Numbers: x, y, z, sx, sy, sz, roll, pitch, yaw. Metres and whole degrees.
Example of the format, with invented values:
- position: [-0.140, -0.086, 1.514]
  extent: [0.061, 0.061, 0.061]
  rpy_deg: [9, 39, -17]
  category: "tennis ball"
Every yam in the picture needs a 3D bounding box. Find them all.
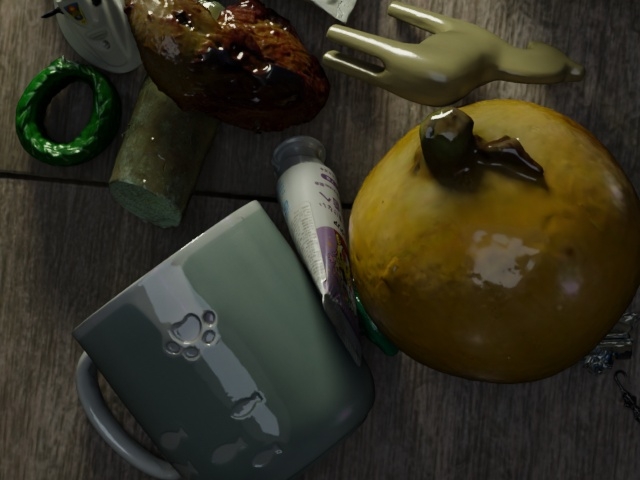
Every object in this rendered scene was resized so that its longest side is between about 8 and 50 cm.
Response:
- position: [-0.166, -0.151, 1.709]
  extent: [0.106, 0.106, 0.259]
  rpy_deg: [18, 72, 2]
  category: "yam"

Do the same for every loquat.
- position: [0.182, -0.012, 1.573]
  extent: [0.328, 0.359, 0.328]
  rpy_deg: [-14, 49, 16]
  category: "loquat"

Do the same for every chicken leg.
- position: [-0.122, -0.232, 1.650]
  extent: [0.323, 0.083, 0.177]
  rpy_deg: [17, 67, -28]
  category: "chicken leg"

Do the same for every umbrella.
- position: [0.382, 0.211, 1.737]
  extent: [0.022, 0.013, 0.122]
  rpy_deg: [-28, 88, -19]
  category: "umbrella"

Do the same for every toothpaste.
- position: [0.000, 0.000, 1.627]
  extent: [0.073, 0.299, 0.114]
  rpy_deg: [-21, 134, 6]
  category: "toothpaste"

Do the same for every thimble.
- position: [-0.298, -0.151, 1.722]
  extent: [0.118, 0.090, 0.130]
  rpy_deg: [6, 92, 0]
  category: "thimble"

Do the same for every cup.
- position: [-0.130, 0.163, 1.662]
  extent: [0.357, 0.259, 0.274]
  rpy_deg: [-37, 90, 34]
  category: "cup"

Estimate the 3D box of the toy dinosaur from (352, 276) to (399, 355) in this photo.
- position: [0.050, 0.077, 1.708]
  extent: [0.059, 0.096, 0.132]
  rpy_deg: [-36, 92, 2]
  category: "toy dinosaur"

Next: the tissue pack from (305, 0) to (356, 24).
- position: [-0.036, -0.336, 1.713]
  extent: [0.193, 0.026, 0.122]
  rpy_deg: [26, 56, 0]
  category: "tissue pack"

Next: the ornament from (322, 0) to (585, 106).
- position: [0.162, -0.209, 1.667]
  extent: [0.245, 0.230, 0.061]
  rpy_deg: [24, 121, 23]
  category: "ornament"

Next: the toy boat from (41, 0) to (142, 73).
- position: [-0.273, -0.332, 1.692]
  extent: [0.141, 0.141, 0.269]
  rpy_deg: [-11, 82, 3]
  category: "toy boat"

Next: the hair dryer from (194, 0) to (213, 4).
- position: [-0.178, -0.331, 1.740]
  extent: [0.137, 0.047, 0.082]
  rpy_deg: [38, 92, 9]
  category: "hair dryer"

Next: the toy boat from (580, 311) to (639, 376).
- position: [0.271, 0.120, 1.713]
  extent: [0.210, 0.084, 0.066]
  rpy_deg: [-2, 103, 9]
  category: "toy boat"
